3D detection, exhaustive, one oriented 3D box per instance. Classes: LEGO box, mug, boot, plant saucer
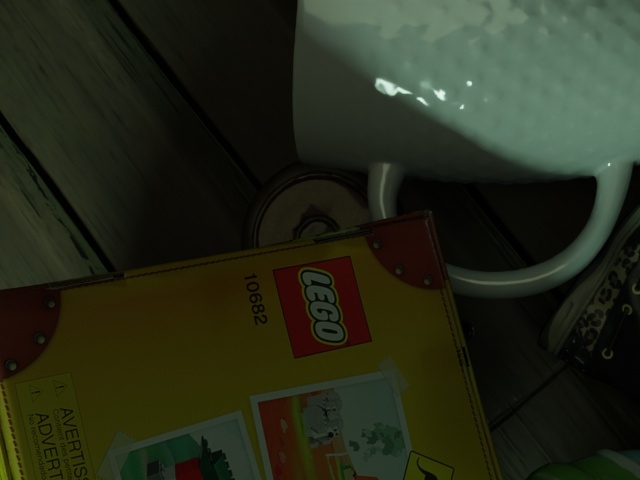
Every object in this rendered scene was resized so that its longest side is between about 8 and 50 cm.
[{"bbox_3d":[-0.050,0.260,1.038,0.372,0.193,0.500,-10,81,-29],"label":"LEGO box"},{"bbox_3d":[0.154,-0.135,1.195,0.328,0.276,0.374,7,80,7],"label":"mug"},{"bbox_3d":[0.327,0.051,1.239,0.178,0.085,0.236,39,101,12],"label":"boot"},{"bbox_3d":[0.000,0.000,1.352,0.168,0.029,0.168,-1,85,15],"label":"plant saucer"}]

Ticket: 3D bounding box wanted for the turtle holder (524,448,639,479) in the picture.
[{"bbox_3d":[0.275,0.269,1.077,0.227,0.320,0.243,-11,73,-14],"label":"turtle holder"}]
